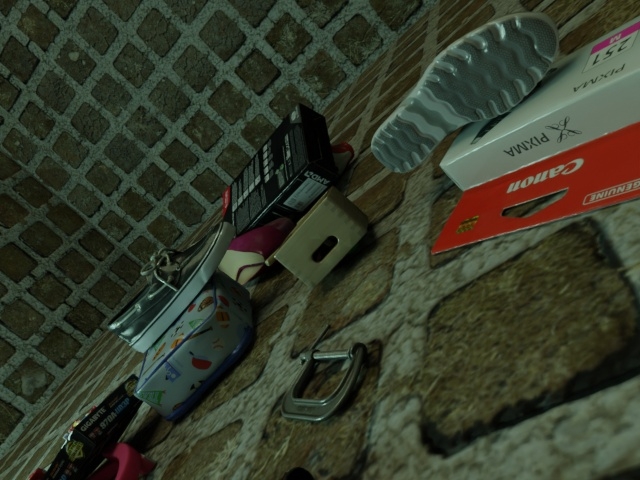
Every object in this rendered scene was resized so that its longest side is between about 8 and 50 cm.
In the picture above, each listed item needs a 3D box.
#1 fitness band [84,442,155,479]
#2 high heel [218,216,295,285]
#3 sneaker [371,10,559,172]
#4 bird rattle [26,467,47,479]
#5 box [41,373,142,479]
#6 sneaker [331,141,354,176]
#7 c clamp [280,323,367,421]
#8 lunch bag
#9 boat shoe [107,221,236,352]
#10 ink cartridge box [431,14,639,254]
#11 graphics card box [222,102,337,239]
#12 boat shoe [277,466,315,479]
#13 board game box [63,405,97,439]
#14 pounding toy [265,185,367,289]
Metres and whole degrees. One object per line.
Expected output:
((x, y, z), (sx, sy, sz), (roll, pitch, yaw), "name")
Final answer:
((-0.365, 0.427, 0.841), (0.291, 0.054, 0.209), (-28, 24, 53), "fitness band")
((-0.228, 0.070, 1.234), (0.377, 0.127, 0.181), (-36, 9, 26), "high heel")
((0.175, -0.203, 0.688), (0.281, 0.105, 0.115), (-30, 21, 48), "sneaker")
((-0.555, 0.502, 0.909), (0.143, 0.206, 0.253), (-6, 38, 22), "bird rattle")
((-0.420, 0.374, 0.977), (0.220, 0.051, 0.175), (-54, -2, 23), "box")
((-0.005, -0.195, 1.431), (0.118, 0.107, 0.279), (-44, 21, -30), "sneaker")
((0.004, 0.149, 0.620), (0.137, 0.022, 0.161), (-53, 16, -24), "c clamp")
((-0.242, 0.189, 1.017), (0.243, 0.115, 0.303), (-48, 16, 4), "lunch bag")
((-0.285, 0.070, 1.002), (0.306, 0.105, 0.113), (-47, 17, 12), "boat shoe")
((0.243, -0.113, 0.585), (0.275, 0.060, 0.239), (-23, 26, 56), "ink cartridge box")
((-0.117, -0.137, 1.334), (0.371, 0.094, 0.232), (-44, 39, 34), "graphics card box")
((-0.022, 0.233, 0.421), (0.042, 0.049, 0.133), (-52, 10, 8), "boat shoe")
((-0.657, 0.504, 1.469), (0.133, 0.033, 0.168), (-26, 25, 53), "board game box")
((-0.006, 0.005, 0.904), (0.181, 0.094, 0.206), (-48, 5, 14), "pounding toy")
